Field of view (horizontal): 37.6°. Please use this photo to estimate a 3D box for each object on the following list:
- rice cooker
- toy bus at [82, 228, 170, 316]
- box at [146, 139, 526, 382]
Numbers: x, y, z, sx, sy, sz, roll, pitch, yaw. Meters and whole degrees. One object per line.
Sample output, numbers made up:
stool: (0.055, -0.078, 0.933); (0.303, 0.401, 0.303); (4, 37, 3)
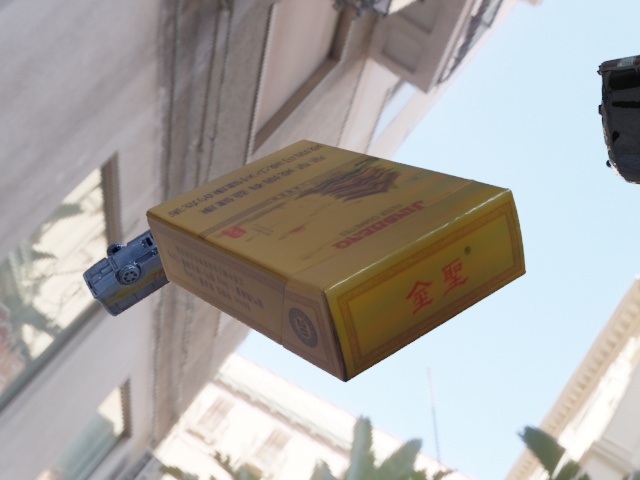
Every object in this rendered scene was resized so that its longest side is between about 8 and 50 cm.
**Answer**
rice cooker: (0.439, -0.169, 1.261); (0.118, 0.142, 0.203); (-2, -65, 25)
toy bus: (-0.215, 0.023, 1.238); (0.064, 0.190, 0.075); (50, -12, 44)
box: (0.000, 0.000, 0.743); (0.274, 0.174, 0.076); (21, -47, 53)
